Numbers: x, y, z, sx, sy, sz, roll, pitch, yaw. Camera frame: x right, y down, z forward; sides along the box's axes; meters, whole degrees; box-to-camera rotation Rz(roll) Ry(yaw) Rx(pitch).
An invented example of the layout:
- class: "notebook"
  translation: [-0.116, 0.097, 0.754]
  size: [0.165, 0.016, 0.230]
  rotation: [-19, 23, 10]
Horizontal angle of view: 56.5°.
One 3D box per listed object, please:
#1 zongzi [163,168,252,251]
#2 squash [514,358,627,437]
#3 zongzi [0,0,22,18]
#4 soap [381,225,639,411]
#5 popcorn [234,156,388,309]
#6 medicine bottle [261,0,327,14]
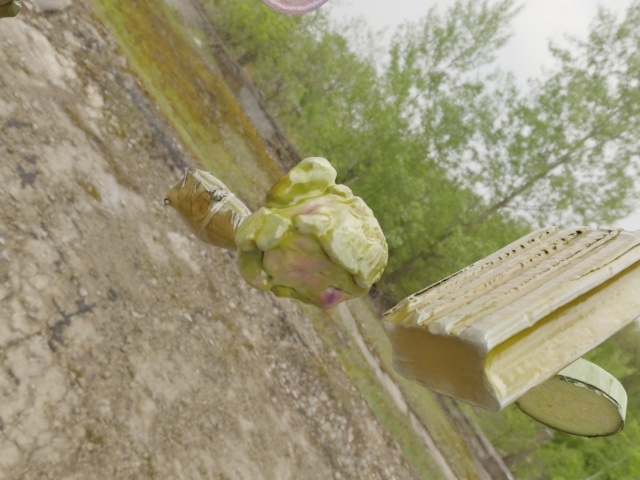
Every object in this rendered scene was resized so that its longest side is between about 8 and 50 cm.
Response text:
- class: "zongzi"
  translation: [-0.148, -0.020, 0.998]
  size: [0.197, 0.099, 0.194]
  rotation: [38, -6, 12]
- class: "squash"
  translation: [0.479, 0.276, 1.133]
  size: [0.220, 0.133, 0.220]
  rotation: [30, -29, 19]
- class: "zongzi"
  translation: [-0.427, -0.247, 0.623]
  size: [0.251, 0.274, 0.125]
  rotation: [9, -25, 31]
- class: "soap"
  translation: [0.220, 0.067, 0.636]
  size: [0.173, 0.274, 0.089]
  rotation: [5, -65, 62]
- class: "popcorn"
  translation: [0.001, 0.002, 0.410]
  size: [0.109, 0.097, 0.089]
  rotation: [40, 57, -36]
- class: "medicine bottle"
  translation: [-0.074, -0.434, 0.868]
  size: [0.152, 0.152, 0.254]
  rotation: [53, 3, -40]
